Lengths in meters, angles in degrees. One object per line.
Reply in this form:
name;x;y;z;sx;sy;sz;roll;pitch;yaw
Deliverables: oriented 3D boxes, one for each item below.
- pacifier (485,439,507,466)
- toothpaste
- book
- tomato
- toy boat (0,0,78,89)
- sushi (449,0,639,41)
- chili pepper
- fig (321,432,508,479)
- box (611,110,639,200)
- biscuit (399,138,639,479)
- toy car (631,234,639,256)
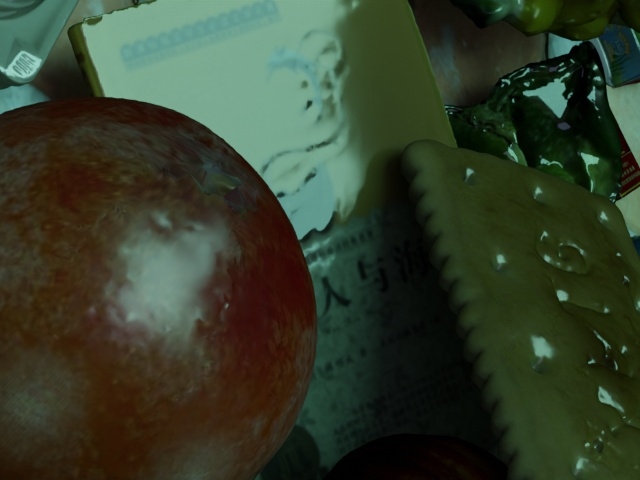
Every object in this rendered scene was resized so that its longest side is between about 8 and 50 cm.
pacifier;0.202;0.246;1.374;0.238;0.287;0.226;43;-3;11
toothpaste;0.264;-0.241;1.757;0.070;0.044;0.193;-16;83;-49
book;0.000;0.000;1.300;0.269;0.032;0.389;-23;96;-33
tomato;-0.124;0.042;1.069;0.265;0.265;0.265;22;57;-38
toy boat;-0.184;-0.232;1.227;0.141;0.140;0.269;43;60;-24
sushi;0.170;-0.298;1.508;0.328;0.328;0.285;-6;106;-8
chili pepper;0.140;-0.051;1.504;0.264;0.116;0.148;-33;107;-48
fig;0.111;0.269;1.166;0.321;0.217;0.217;34;37;20
box;0.258;-0.078;1.690;0.051;0.023;0.082;-29;93;-50
biscuit;0.176;0.071;1.270;0.217;0.044;0.325;18;41;-35
toy car;0.350;0.094;1.580;0.255;0.190;0.188;39;46;-29
